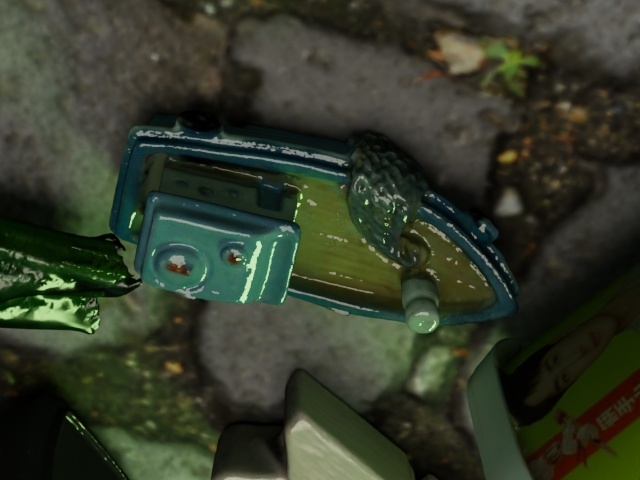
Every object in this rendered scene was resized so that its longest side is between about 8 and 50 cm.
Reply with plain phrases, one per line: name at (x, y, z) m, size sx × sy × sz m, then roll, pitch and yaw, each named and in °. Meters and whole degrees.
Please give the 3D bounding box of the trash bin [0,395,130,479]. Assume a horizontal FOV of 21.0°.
trash bin at (-0.255, 0.238, 1.069) m, size 0.290 × 0.209 × 0.182 m, roll -27°, pitch 120°, yaw 11°

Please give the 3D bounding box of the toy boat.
toy boat at (0.000, 0.000, 0.974) m, size 0.238 × 0.098 × 0.109 m, roll 13°, pitch 124°, yaw -6°

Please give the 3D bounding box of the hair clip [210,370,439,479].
hair clip at (0.075, 0.219, 1.112) m, size 0.331 × 0.085 × 0.101 m, roll 42°, pitch 112°, yaw -14°

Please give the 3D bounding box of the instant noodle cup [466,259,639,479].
instant noodle cup at (0.280, 0.081, 0.932) m, size 0.294 × 0.294 × 0.308 m, roll 38°, pitch 109°, yaw -19°

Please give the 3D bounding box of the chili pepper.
chili pepper at (-0.217, 0.014, 1.005) m, size 0.224 × 0.061 × 0.098 m, roll 13°, pitch 148°, yaw -4°
